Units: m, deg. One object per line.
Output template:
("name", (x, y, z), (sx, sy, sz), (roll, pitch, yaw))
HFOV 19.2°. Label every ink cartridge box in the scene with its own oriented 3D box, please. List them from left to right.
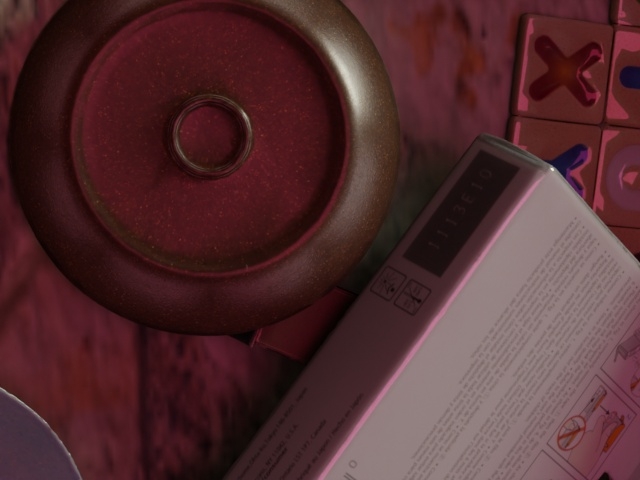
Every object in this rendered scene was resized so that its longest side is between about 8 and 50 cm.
("ink cartridge box", (0.082, 0.116, 1.031), (0.275, 0.060, 0.239), (-53, 135, -6))

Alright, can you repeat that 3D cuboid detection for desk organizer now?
("desk organizer", (0.000, 0.000, 0.996), (0.050, 0.047, 0.130), (24, 87, -25))

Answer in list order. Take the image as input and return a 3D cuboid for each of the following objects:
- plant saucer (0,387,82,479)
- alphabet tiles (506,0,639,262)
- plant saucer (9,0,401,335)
("plant saucer", (-0.210, 0.155, 0.934), (0.195, 0.037, 0.195), (-3, 98, -22))
("alphabet tiles", (0.261, -0.029, 1.116), (0.342, 0.011, 0.285), (5, 94, -22))
("plant saucer", (-0.056, -0.051, 0.943), (0.198, 0.036, 0.199), (0, 89, -6))
